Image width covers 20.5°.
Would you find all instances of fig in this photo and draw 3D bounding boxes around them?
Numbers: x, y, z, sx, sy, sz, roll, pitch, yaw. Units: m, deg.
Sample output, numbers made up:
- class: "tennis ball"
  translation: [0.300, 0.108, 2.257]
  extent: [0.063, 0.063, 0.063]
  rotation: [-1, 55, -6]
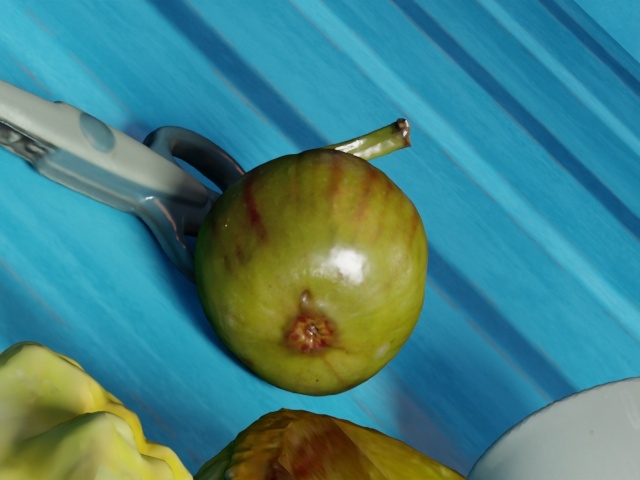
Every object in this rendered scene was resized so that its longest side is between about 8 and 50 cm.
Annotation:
- class: "fig"
  translation: [-0.008, -0.004, 1.057]
  extent: [0.142, 0.148, 0.186]
  rotation: [37, 20, -40]

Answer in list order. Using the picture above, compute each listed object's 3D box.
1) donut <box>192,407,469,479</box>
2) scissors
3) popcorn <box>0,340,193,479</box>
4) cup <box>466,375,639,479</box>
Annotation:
- class: "donut"
  translation: [0.036, 0.218, 0.722]
  extent: [0.330, 0.160, 0.330]
  rotation: [41, 23, -22]
- class: "scissors"
  translation: [-0.139, -0.051, 1.066]
  extent: [0.289, 0.041, 0.138]
  rotation: [28, 36, -39]
- class: "popcorn"
  translation: [-0.128, 0.142, 0.547]
  extent: [0.181, 0.216, 0.235]
  rotation: [62, 20, -67]
- class: "cup"
  translation: [0.206, 0.239, 0.987]
  extent: [0.258, 0.186, 0.234]
  rotation: [59, 12, -50]
